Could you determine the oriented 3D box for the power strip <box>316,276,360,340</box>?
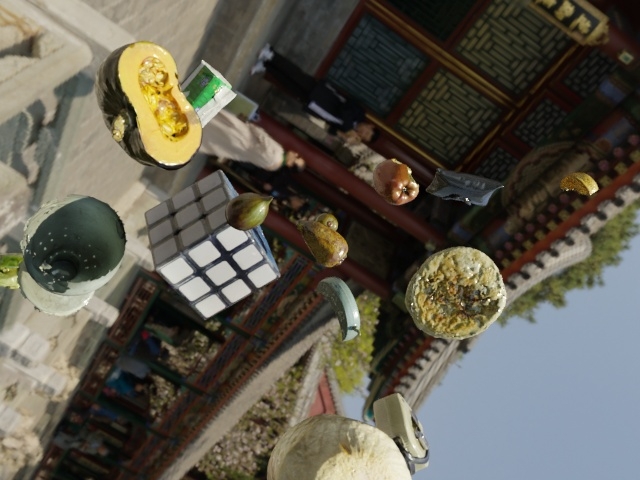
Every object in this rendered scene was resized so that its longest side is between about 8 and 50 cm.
[{"bbox_3d":[0.068,0.228,2.041,0.054,0.253,0.168,-17,148,-22],"label":"power strip"}]

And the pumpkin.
[{"bbox_3d":[-0.475,-0.329,1.552,0.232,0.325,0.242,2,-150,40],"label":"pumpkin"}]

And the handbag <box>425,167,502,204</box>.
[{"bbox_3d":[0.548,-0.202,2.338,0.211,0.254,0.089,103,1,-72],"label":"handbag"}]

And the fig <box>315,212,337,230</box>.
[{"bbox_3d":[0.015,-0.053,1.986,0.074,0.074,0.088,-59,-160,-12],"label":"fig"}]

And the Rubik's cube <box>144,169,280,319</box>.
[{"bbox_3d":[-0.351,0.012,1.948,0.303,0.301,0.305,-31,-138,1],"label":"Rubik's cube"}]

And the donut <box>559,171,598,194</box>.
[{"bbox_3d":[0.572,-0.122,1.336,0.037,0.067,0.083,-32,167,-11],"label":"donut"}]

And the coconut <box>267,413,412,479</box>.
[{"bbox_3d":[0.039,0.505,1.246,0.329,0.328,0.329,-56,-172,12],"label":"coconut"}]

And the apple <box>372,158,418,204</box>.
[{"bbox_3d":[0.259,-0.199,2.095,0.146,0.156,0.158,-14,-151,2],"label":"apple"}]

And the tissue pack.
[{"bbox_3d":[-0.429,-0.518,2.209,0.209,0.156,0.148,-45,167,8],"label":"tissue pack"}]

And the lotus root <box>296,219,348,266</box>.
[{"bbox_3d":[0.000,0.000,1.853,0.108,0.190,0.094,-47,-177,-20],"label":"lotus root"}]

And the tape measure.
[{"bbox_3d":[0.286,0.655,1.966,0.132,0.271,0.231,-23,-146,10],"label":"tape measure"}]

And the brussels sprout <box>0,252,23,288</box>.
[{"bbox_3d":[-0.913,0.083,1.797,0.139,0.180,0.101,30,-67,58],"label":"brussels sprout"}]

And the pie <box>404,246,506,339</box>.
[{"bbox_3d":[0.446,0.182,2.007,0.339,0.339,0.077,-55,-178,13],"label":"pie"}]

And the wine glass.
[{"bbox_3d":[-0.518,0.037,1.241,0.357,0.190,0.191,-30,-153,58],"label":"wine glass"}]

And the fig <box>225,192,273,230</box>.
[{"bbox_3d":[-0.187,-0.087,1.639,0.154,0.103,0.109,-29,-146,21],"label":"fig"}]
